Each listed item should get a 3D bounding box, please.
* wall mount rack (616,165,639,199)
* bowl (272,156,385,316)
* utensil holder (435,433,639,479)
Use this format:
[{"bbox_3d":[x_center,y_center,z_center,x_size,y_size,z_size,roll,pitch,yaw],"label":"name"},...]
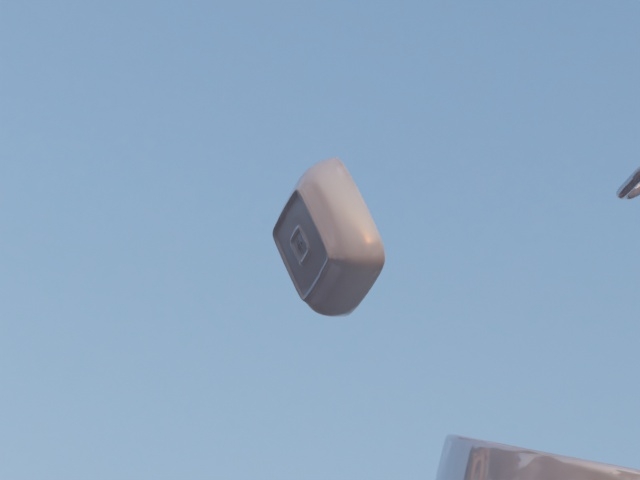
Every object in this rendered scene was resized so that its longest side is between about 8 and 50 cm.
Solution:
[{"bbox_3d":[0.494,-0.039,1.290,0.304,0.350,0.130,-26,-15,-14],"label":"wall mount rack"},{"bbox_3d":[0.000,0.000,1.276,0.053,0.142,0.142,-10,-27,-28],"label":"bowl"},{"bbox_3d":[0.223,0.380,1.036,0.328,0.385,0.327,12,-8,2],"label":"utensil holder"}]
